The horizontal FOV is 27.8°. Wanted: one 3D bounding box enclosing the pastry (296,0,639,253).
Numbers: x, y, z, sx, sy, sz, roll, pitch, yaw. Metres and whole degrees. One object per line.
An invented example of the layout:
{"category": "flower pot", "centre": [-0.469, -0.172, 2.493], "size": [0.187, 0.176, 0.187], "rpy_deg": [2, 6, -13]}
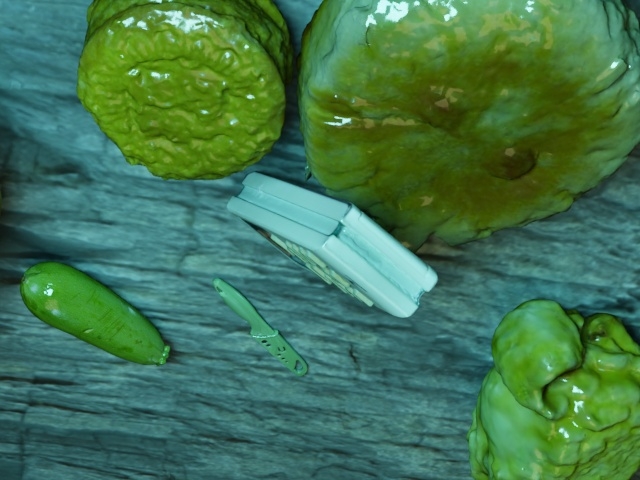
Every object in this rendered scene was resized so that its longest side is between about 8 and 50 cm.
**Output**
{"category": "pastry", "centre": [0.130, -0.130, 1.104], "size": [0.330, 0.136, 0.329], "rpy_deg": [-1, 140, -1]}

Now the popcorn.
{"category": "popcorn", "centre": [0.288, 0.188, 1.464], "size": [0.225, 0.173, 0.286], "rpy_deg": [-8, 130, -17]}

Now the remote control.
{"category": "remote control", "centre": [0.000, 0.000, 1.163], "size": [0.103, 0.277, 0.055], "rpy_deg": [39, 84, -21]}

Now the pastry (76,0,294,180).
{"category": "pastry", "centre": [-0.112, -0.145, 1.091], "size": [0.189, 0.103, 0.188], "rpy_deg": [5, 136, 5]}

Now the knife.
{"category": "knife", "centre": [-0.069, 0.101, 1.456], "size": [0.030, 0.014, 0.207], "rpy_deg": [-22, 136, 19]}

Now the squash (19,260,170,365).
{"category": "squash", "centre": [-0.239, 0.084, 1.391], "size": [0.066, 0.066, 0.201], "rpy_deg": [-29, 132, 28]}
